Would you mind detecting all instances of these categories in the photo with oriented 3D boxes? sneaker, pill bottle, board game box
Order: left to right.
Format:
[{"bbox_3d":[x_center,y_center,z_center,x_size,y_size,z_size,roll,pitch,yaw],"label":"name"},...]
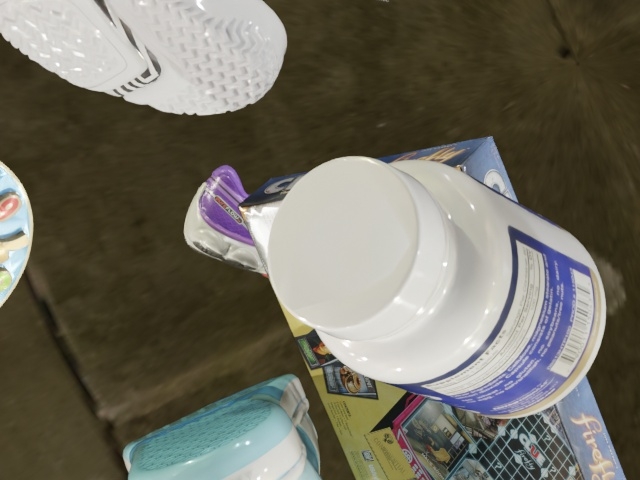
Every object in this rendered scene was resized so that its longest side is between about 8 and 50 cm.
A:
[{"bbox_3d":[-0.151,-0.236,1.094,0.365,0.137,0.210,32,60,-7],"label":"sneaker"},{"bbox_3d":[-0.031,0.201,1.222,0.127,0.319,0.208,-24,92,3],"label":"sneaker"},{"bbox_3d":[0.000,0.000,1.261,0.170,0.068,0.071,22,86,-14],"label":"sneaker"},{"bbox_3d":[0.057,0.021,0.987,0.112,0.186,0.112,-9,72,30],"label":"pill bottle"},{"bbox_3d":[0.068,0.067,1.174,0.165,0.042,0.243,-9,112,37],"label":"board game box"}]

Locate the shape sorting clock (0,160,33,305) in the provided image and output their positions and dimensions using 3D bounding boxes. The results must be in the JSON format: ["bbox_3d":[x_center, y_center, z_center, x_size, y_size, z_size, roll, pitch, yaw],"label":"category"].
[{"bbox_3d":[-0.348,0.010,1.752,0.206,0.206,0.040,-54,43,8],"label":"shape sorting clock"}]
